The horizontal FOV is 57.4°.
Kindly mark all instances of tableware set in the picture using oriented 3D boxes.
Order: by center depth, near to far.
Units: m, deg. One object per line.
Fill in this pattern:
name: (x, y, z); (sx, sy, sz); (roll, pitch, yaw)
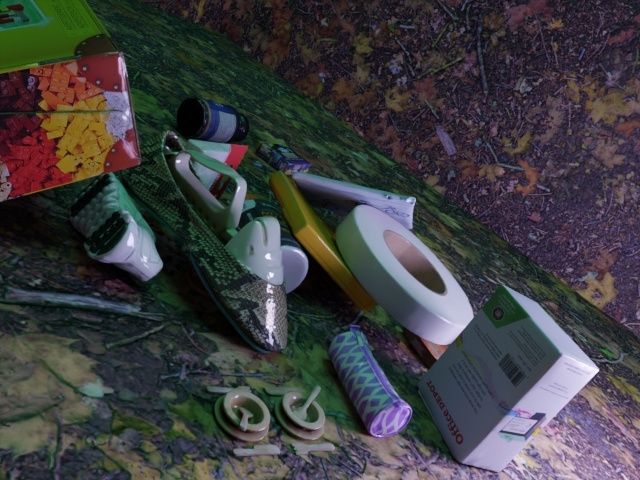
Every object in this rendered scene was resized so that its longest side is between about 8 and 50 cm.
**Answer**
tableware set: (-0.066, 0.253, 0.866); (0.194, 0.039, 0.128); (14, 27, -41)

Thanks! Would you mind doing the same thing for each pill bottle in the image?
pill bottle: (-0.126, -0.003, 1.239); (0.130, 0.131, 0.246); (17, 25, -35)
pill bottle: (-0.325, -0.364, 1.802); (0.122, 0.123, 0.219); (42, 22, 25)

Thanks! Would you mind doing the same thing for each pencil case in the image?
pencil case: (0.084, 0.246, 1.035); (0.086, 0.088, 0.206); (15, 27, -35)

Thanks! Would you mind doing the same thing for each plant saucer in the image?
plant saucer: (-0.211, 0.082, 1.090); (0.083, 0.013, 0.083); (27, 21, -11)

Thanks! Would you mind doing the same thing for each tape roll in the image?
tape roll: (0.202, 0.074, 1.382); (0.392, 0.072, 0.392); (36, 22, -17)

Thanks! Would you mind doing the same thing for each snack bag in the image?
snack bag: (0.089, -0.108, 1.539); (0.322, 0.037, 0.342); (15, -7, 10)

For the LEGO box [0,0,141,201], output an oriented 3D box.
LEGO box: (-0.552, -0.281, 0.918); (0.372, 0.193, 0.500); (-20, 49, -24)

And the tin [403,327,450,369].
tin: (0.262, 0.251, 1.358); (0.106, 0.040, 0.190); (22, 22, -36)

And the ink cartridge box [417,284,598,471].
ink cartridge box: (0.337, 0.259, 1.099); (0.117, 0.278, 0.201); (25, 21, -28)

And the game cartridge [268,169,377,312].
game cartridge: (0.000, 0.000, 1.370); (0.285, 0.052, 0.324); (49, 8, -29)

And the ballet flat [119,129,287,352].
ballet flat: (-0.184, -0.028, 1.056); (0.483, 0.182, 0.164); (48, 14, 20)

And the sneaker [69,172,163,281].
sneaker: (-0.357, -0.025, 1.027); (0.118, 0.110, 0.292); (46, 1, -41)

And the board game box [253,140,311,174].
board game box: (-0.129, -0.284, 2.012); (0.141, 0.048, 0.170); (37, 21, 17)

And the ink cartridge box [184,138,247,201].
ink cartridge box: (-0.245, -0.128, 1.286); (0.056, 0.181, 0.224); (40, 20, 19)
